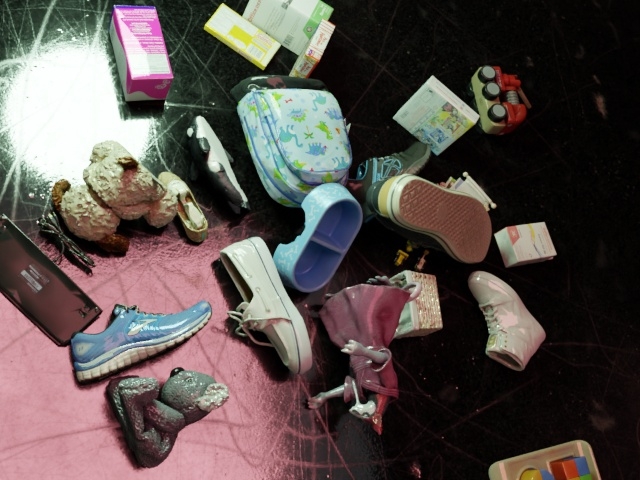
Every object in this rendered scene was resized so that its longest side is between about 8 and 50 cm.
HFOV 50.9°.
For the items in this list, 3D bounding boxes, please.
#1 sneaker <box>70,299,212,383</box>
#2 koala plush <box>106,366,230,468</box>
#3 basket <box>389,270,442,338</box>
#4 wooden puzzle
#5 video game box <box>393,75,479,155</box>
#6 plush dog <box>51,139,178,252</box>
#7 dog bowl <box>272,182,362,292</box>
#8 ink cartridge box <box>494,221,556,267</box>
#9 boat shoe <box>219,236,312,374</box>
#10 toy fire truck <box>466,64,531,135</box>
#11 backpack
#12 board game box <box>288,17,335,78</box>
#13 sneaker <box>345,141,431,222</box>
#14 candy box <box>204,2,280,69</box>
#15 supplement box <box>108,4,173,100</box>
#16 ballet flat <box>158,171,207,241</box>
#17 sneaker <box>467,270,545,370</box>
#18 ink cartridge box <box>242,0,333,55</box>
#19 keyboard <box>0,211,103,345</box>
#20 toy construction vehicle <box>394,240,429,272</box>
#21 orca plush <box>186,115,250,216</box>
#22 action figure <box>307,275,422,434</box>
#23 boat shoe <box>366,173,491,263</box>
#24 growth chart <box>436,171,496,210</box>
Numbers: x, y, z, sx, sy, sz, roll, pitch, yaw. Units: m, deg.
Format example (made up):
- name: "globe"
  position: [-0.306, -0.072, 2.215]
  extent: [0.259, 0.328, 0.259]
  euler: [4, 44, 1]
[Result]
- name: "sneaker"
  position: [-0.400, 0.195, 1.517]
  extent: [0.330, 0.130, 0.147]
  euler: [-20, 82, -29]
- name: "koala plush"
  position: [-0.318, 0.360, 1.467]
  extent: [0.221, 0.196, 0.203]
  euler: [-20, 91, -29]
- name: "basket"
  position: [0.254, 0.177, 1.827]
  extent: [0.103, 0.113, 0.167]
  euler: [6, 67, -26]
- name: "wooden puzzle"
  position: [0.646, 0.726, 1.805]
  extent: [0.348, 0.080, 0.322]
  euler: [-4, 72, -25]
- name: "video game box"
  position: [0.346, -0.372, 2.027]
  extent: [0.187, 0.205, 0.048]
  euler: [41, 58, -5]
- name: "plush dog"
  position: [-0.496, -0.096, 1.572]
  extent: [0.262, 0.210, 0.225]
  euler: [43, 86, -1]
- name: "dog bowl"
  position: [0.000, 0.000, 1.706]
  extent: [0.166, 0.074, 0.297]
  euler: [25, 97, -41]
- name: "ink cartridge box"
  position: [0.653, 0.010, 2.094]
  extent: [0.198, 0.067, 0.115]
  euler: [-8, 73, -27]
- name: "boat shoe"
  position: [-0.154, 0.169, 1.634]
  extent: [0.157, 0.136, 0.367]
  euler: [-17, 75, -29]
- name: "toy fire truck"
  position: [0.626, -0.457, 2.236]
  extent: [0.246, 0.158, 0.217]
  euler: [-5, 72, -15]
- name: "backpack"
  position: [-0.058, -0.261, 1.800]
  extent: [0.290, 0.273, 0.355]
  euler: [-2, 84, -33]
- name: "board game box"
  position: [-0.037, -0.517, 1.919]
  extent: [0.045, 0.193, 0.146]
  euler: [28, 62, -12]
- name: "sneaker"
  position: [0.194, -0.203, 1.940]
  extent: [0.139, 0.125, 0.341]
  euler: [46, 59, 0]
- name: "candy box"
  position: [-0.226, -0.593, 1.960]
  extent: [0.206, 0.027, 0.105]
  euler: [34, 58, -9]
- name: "supplement box"
  position: [-0.472, -0.488, 1.761]
  extent: [0.114, 0.111, 0.220]
  euler: [-8, 74, -27]
- name: "ballet flat"
  position: [-0.339, -0.095, 1.692]
  extent: [0.073, 0.067, 0.206]
  euler: [-30, 84, -29]
- name: "sneaker"
  position: [0.507, 0.235, 1.919]
  extent: [0.292, 0.108, 0.169]
  euler: [46, 56, -3]
- name: "ink cartridge box"
  position: [-0.098, -0.661, 1.967]
  extent: [0.219, 0.160, 0.092]
  euler: [30, 60, -12]
- name: "keyboard"
  position: [-0.620, 0.065, 1.521]
  extent: [0.317, 0.033, 0.201]
  euler: [45, 69, -3]
- name: "toy construction vehicle"
  position: [0.261, 0.049, 1.928]
  extent: [0.086, 0.035, 0.098]
  euler: [29, 58, 1]
- name: "orca plush"
  position: [-0.286, -0.178, 1.760]
  extent: [0.287, 0.102, 0.151]
  euler: [57, 14, -6]
- name: "action figure"
  position: [0.122, 0.293, 1.667]
  extent: [0.276, 0.248, 0.370]
  euler: [4, 61, -29]
- name: "boat shoe"
  position: [0.317, -0.063, 1.882]
  extent: [0.500, 0.156, 0.186]
  euler: [20, 84, -42]
- name: "growth chart"
  position: [0.423, -0.116, 2.068]
  extent: [0.237, 0.021, 0.172]
  euler: [-36, 87, -31]
